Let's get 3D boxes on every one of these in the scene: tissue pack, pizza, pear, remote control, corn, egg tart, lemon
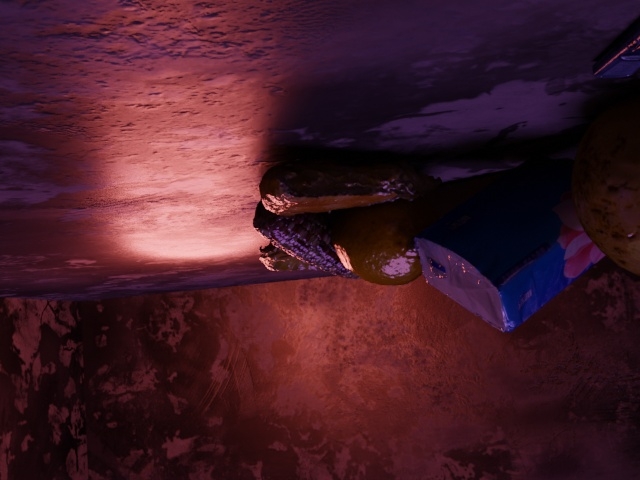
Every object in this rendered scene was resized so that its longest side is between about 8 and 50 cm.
[{"bbox_3d":[0.306,-0.009,1.153,0.269,0.137,0.209,-34,-145,-15],"label":"tissue pack"},{"bbox_3d":[0.044,-0.089,1.172,0.287,0.075,0.280,-6,177,-10],"label":"pizza"},{"bbox_3d":[0.449,-0.076,0.954,0.271,0.271,0.271,-5,173,-1],"label":"pear"},{"bbox_3d":[0.309,-0.188,0.721,0.043,0.027,0.152,-9,175,0],"label":"remote control"},{"bbox_3d":[-0.005,-0.002,1.409,0.098,0.098,0.289,-11,150,42],"label":"corn"},{"bbox_3d":[0.000,0.000,1.637,0.293,0.123,0.294,-2,171,0],"label":"egg tart"},{"bbox_3d":[0.117,-0.014,1.310,0.188,0.188,0.256,-3,-174,-15],"label":"lemon"}]

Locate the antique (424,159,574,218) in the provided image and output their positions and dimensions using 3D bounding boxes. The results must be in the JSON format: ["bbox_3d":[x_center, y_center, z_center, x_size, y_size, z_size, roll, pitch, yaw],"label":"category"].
[{"bbox_3d":[0.323,-0.076,1.387,0.309,0.088,0.093,-10,172,34],"label":"antique"}]
